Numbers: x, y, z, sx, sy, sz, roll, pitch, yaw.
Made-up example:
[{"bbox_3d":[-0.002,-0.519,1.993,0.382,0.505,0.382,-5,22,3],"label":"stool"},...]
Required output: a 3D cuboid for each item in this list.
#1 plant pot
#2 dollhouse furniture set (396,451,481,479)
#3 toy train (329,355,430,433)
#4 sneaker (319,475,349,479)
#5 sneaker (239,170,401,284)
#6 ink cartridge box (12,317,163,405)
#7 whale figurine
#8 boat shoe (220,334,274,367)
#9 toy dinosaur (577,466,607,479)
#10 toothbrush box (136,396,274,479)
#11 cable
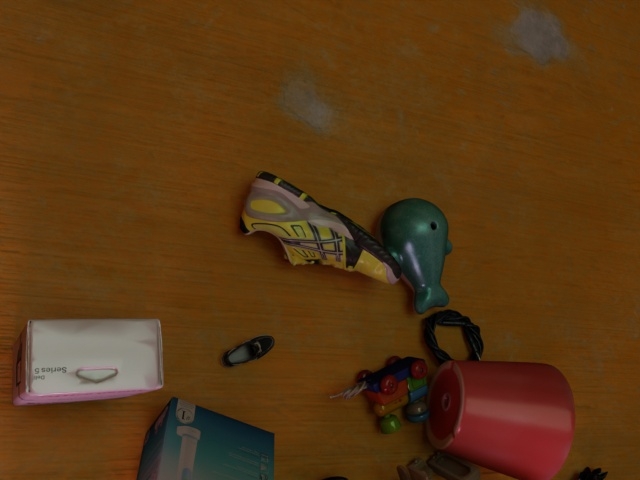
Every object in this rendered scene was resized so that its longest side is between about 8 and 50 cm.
[{"bbox_3d":[0.381,0.383,1.505,0.243,0.275,0.275,14,68,-12],"label":"plant pot"},{"bbox_3d":[0.246,0.483,1.441,0.151,0.144,0.123,-29,110,-27],"label":"dollhouse furniture set"},{"bbox_3d":[0.132,0.355,1.467,0.248,0.105,0.144,-19,98,-32],"label":"toy train"},{"bbox_3d":[-0.022,0.570,1.327,0.228,0.086,0.132,-25,93,-22],"label":"sneaker"},{"bbox_3d":[0.000,0.000,1.483,0.384,0.145,0.147,31,94,-7],"label":"sneaker"},{"bbox_3d":[-0.391,0.203,1.117,0.198,0.273,0.115,3,74,-28],"label":"ink cartridge box"},{"bbox_3d":[0.240,0.030,1.592,0.216,0.141,0.272,-11,81,-31],"label":"whale figurine"},{"bbox_3d":[-0.144,0.224,1.384,0.125,0.038,0.046,-15,83,-31],"label":"boat shoe"},{"bbox_3d":[0.705,0.692,1.650,0.321,0.164,0.219,2,90,-50],"label":"toy dinosaur"},{"bbox_3d":[-0.200,0.446,1.154,0.216,0.126,0.296,25,29,-20],"label":"toothbrush box"},{"bbox_3d":[0.324,0.239,1.630,0.184,0.047,0.151,42,60,-11],"label":"cable"}]
